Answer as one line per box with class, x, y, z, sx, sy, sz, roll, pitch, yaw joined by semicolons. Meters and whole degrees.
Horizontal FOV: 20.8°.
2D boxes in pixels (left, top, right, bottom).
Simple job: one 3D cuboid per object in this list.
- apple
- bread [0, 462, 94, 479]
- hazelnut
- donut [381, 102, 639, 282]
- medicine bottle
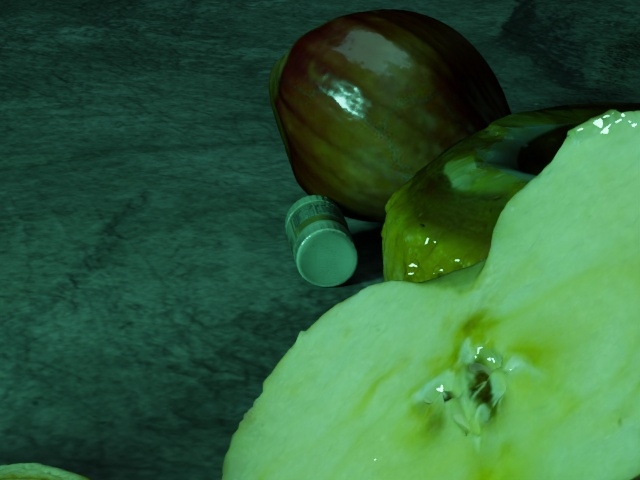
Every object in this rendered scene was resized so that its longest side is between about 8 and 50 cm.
apple;0.112;0.103;0.760;0.293;0.163;0.251;-37;30;22
bread;-0.139;0.163;0.800;0.122;0.073;0.149;-24;27;-37
hazelnut;0.058;-0.086;1.365;0.181;0.181;0.212;-20;-3;15
donut;0.195;0.001;1.111;0.329;0.160;0.330;2;26;-1
medicine bottle;0.000;0.000;1.292;0.047;0.047;0.083;-3;19;-6
